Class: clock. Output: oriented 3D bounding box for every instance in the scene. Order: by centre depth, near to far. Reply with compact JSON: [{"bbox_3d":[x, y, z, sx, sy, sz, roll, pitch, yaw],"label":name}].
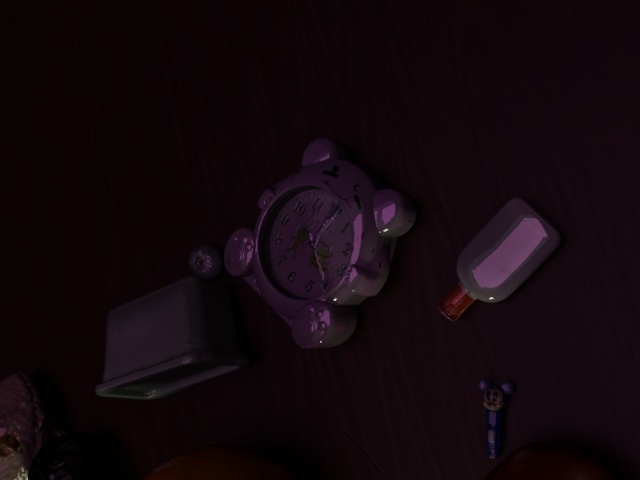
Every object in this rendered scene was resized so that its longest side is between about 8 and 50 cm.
[{"bbox_3d":[0.000,0.000,1.264,0.295,0.113,0.322,42,107,29],"label":"clock"}]

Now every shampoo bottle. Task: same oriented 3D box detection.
[{"bbox_3d":[0.275,0.040,1.115,0.221,0.051,0.108,-50,64,19],"label":"shampoo bottle"}]

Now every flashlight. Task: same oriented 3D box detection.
[{"bbox_3d":[0.274,0.282,1.101,0.057,0.035,0.121,1,85,33],"label":"flashlight"}]

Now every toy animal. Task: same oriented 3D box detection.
[{"bbox_3d":[-0.744,0.508,1.659,0.226,0.188,0.358,20,97,37],"label":"toy animal"}]

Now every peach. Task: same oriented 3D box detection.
[{"bbox_3d":[0.311,0.399,0.971,0.243,0.199,0.243,-19,59,36],"label":"peach"}]

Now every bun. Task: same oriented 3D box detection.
[{"bbox_3d":[-0.239,0.045,1.456,0.083,0.045,0.083,0,90,33],"label":"bun"}]

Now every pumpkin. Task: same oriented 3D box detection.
[{"bbox_3d":[-0.542,0.540,1.536,0.233,0.163,0.233,-2,87,44],"label":"pumpkin"}]

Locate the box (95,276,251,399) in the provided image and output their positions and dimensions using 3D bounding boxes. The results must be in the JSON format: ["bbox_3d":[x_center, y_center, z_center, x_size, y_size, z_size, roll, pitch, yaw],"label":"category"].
[{"bbox_3d":[-0.305,0.200,1.419,0.312,0.175,0.182,-22,65,30],"label":"box"}]

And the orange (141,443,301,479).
[{"bbox_3d":[-0.186,0.552,1.174,0.424,0.326,0.424,-19,52,27],"label":"orange"}]
